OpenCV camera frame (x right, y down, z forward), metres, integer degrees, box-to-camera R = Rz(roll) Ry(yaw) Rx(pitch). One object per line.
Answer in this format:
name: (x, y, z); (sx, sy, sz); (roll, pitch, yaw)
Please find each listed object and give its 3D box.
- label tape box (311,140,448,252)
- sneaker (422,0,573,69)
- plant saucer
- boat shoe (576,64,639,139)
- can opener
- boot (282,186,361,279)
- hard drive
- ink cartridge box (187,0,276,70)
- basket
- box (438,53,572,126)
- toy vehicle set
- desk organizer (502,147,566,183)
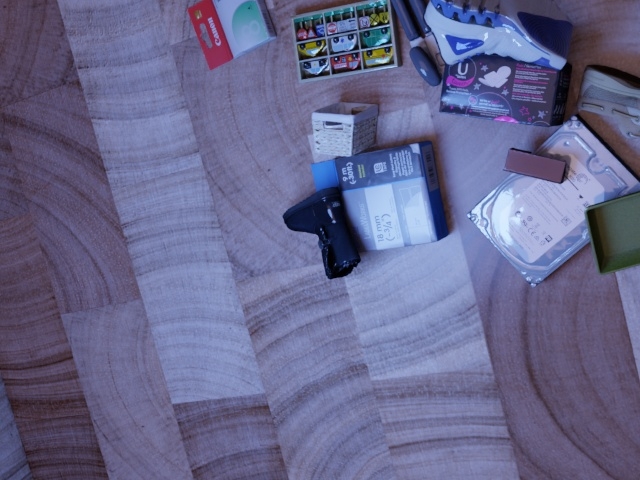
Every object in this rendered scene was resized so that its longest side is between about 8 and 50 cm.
label tape box: (0.125, -0.096, 2.052); (0.334, 0.106, 0.240); (-9, 97, 26)
sneaker: (0.346, -0.433, 1.715); (0.315, 0.182, 0.127); (23, 67, -4)
plant saucer: (0.670, -0.031, 1.794); (0.188, 0.045, 0.188); (-17, 122, 11)
boat shoe: (0.668, -0.259, 1.702); (0.341, 0.122, 0.110); (45, 128, 49)
can opener: (0.222, -0.492, 1.920); (0.076, 0.095, 0.283); (-22, 99, 25)
boot: (0.000, 0.000, 2.073); (0.246, 0.094, 0.207); (-30, 72, 57)
hard drive: (0.531, -0.086, 1.887); (0.237, 0.064, 0.339); (49, 116, 8)
ink cartridge box: (-0.241, -0.563, 2.151); (0.225, 0.056, 0.181); (-19, 93, 26)
basket: (0.061, -0.270, 2.013); (0.113, 0.167, 0.103); (8, 111, 24)
box: (0.408, -0.336, 1.831); (0.247, 0.163, 0.142); (12, 104, 23)
toy vehicle set: (0.061, -0.486, 2.034); (0.267, 0.035, 0.166); (-5, 99, 26)
desk organizer: (0.474, -0.165, 1.833); (0.130, 0.047, 0.050); (17, 106, 21)
